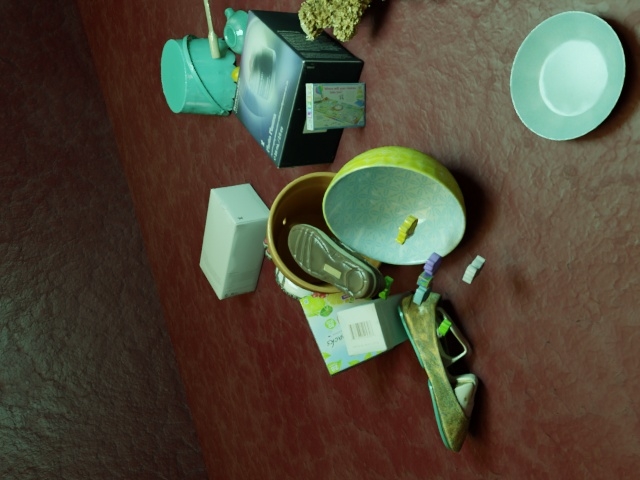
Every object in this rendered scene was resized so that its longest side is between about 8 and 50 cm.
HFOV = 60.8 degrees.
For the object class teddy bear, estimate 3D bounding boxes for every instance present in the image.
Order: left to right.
[{"bbox_3d":[0.068,-0.561,1.193,0.338,0.113,0.245,-28,54,47],"label":"teddy bear"}]

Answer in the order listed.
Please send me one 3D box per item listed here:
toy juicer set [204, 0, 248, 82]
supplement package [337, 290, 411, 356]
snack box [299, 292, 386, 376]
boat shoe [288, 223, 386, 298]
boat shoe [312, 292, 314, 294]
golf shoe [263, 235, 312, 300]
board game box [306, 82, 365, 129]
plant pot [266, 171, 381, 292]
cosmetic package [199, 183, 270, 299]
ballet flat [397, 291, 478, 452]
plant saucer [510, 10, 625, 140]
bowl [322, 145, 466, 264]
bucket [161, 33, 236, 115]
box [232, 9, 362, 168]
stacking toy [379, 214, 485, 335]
[{"bbox_3d":[-0.249,-0.606,1.698,0.329,0.089,0.209,40,139,30],"label":"toy juicer set"},{"bbox_3d":[0.139,0.188,1.249,0.105,0.179,0.105,-20,83,36],"label":"supplement package"},{"bbox_3d":[0.065,0.216,1.392,0.070,0.174,0.207,85,161,-72],"label":"snack box"},{"bbox_3d":[0.035,0.047,1.171,0.257,0.095,0.095,39,113,37],"label":"boat shoe"},{"bbox_3d":[0.022,0.133,1.508,0.302,0.094,0.109,59,143,27],"label":"boat shoe"},{"bbox_3d":[-0.086,0.061,1.649,0.273,0.105,0.120,58,135,27],"label":"golf shoe"},{"bbox_3d":[0.038,-0.317,1.285,0.026,0.154,0.104,22,118,53],"label":"board game box"},{"bbox_3d":[0.000,0.000,1.362,0.203,0.290,0.291,133,120,-71],"label":"plant pot"},{"bbox_3d":[-0.303,0.007,1.909,0.197,0.155,0.366,53,139,33],"label":"cosmetic package"},{"bbox_3d":[0.272,0.276,1.171,0.123,0.123,0.349,-29,77,56],"label":"ballet flat"},{"bbox_3d":[0.395,-0.259,0.867,0.195,0.037,0.195,25,121,51],"label":"plant saucer"},{"bbox_3d":[0.161,-0.098,1.135,0.289,0.289,0.156,-51,16,50],"label":"bowl"},{"bbox_3d":[-0.422,-0.566,1.882,0.281,0.183,0.281,23,119,52],"label":"bucket"},{"bbox_3d":[-0.078,-0.393,1.417,0.294,0.182,0.296,52,139,36],"label":"box"},{"bbox_3d":[0.214,0.076,1.085,0.167,0.052,0.221,33,136,23],"label":"stacking toy"}]
